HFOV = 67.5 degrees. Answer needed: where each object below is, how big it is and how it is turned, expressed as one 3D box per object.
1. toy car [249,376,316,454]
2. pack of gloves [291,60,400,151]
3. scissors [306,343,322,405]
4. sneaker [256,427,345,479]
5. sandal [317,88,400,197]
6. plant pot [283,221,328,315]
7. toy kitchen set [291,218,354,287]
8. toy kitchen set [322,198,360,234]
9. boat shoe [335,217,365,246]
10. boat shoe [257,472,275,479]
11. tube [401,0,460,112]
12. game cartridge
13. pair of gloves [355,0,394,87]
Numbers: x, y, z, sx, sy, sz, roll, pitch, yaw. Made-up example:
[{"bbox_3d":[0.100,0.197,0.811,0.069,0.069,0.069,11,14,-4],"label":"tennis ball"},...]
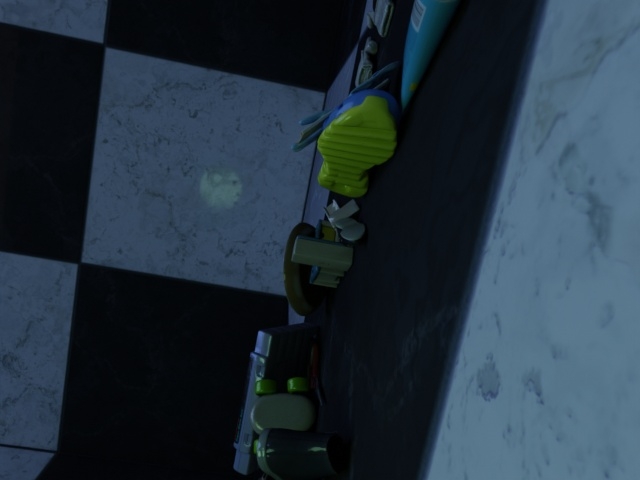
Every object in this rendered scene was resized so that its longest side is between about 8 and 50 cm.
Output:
[{"bbox_3d":[-0.081,0.424,1.130,0.188,0.149,0.154,85,-179,-61],"label":"toy car"},{"bbox_3d":[0.033,-0.253,0.878,0.232,0.046,0.195,-38,3,-9],"label":"pack of gloves"},{"bbox_3d":[-0.011,0.344,1.127,0.297,0.021,0.108,-108,29,-75],"label":"scissors"},{"bbox_3d":[-0.005,0.359,0.771,0.222,0.118,0.083,56,-146,-53],"label":"sneaker"},{"bbox_3d":[0.061,-0.186,0.841,0.317,0.126,0.138,131,154,-76],"label":"sandal"},{"bbox_3d":[-0.025,0.071,1.198,0.236,0.033,0.236,-2,-90,-66],"label":"plant pot"},{"bbox_3d":[0.000,0.000,1.078,0.207,0.122,0.165,114,165,-66],"label":"toy kitchen set"},{"bbox_3d":[0.064,-0.049,1.032,0.075,0.068,0.083,31,-154,-54],"label":"toy kitchen set"},{"bbox_3d":[0.060,-0.011,0.918,0.133,0.049,0.041,-127,19,-73],"label":"boat shoe"},{"bbox_3d":[-0.096,0.580,1.024,0.116,0.123,0.324,-56,12,-12],"label":"boat shoe"},{"bbox_3d":[0.131,-0.258,0.631,0.207,0.052,0.080,101,-177,-74],"label":"tube"},{"bbox_3d":[-0.114,0.396,1.242,0.230,0.068,0.354,7,-86,-55],"label":"game cartridge"},{"bbox_3d":[0.123,-0.489,1.149,0.240,0.042,0.204,105,172,-48],"label":"pair of gloves"}]
